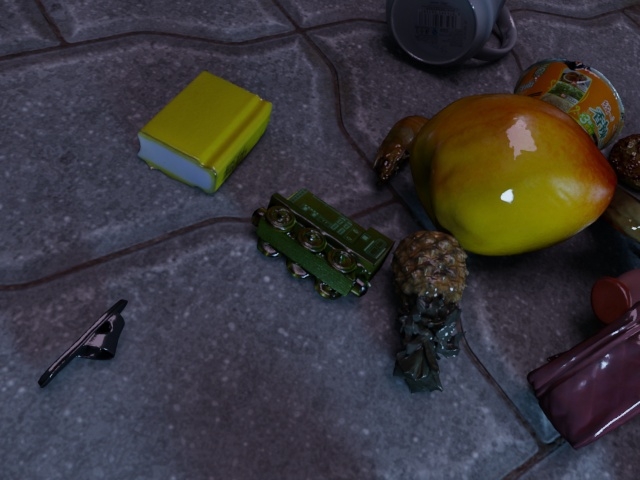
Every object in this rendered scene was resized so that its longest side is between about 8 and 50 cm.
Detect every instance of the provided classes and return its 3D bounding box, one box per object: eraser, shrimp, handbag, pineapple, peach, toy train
[{"bbox_3d":[-0.201,-0.196,1.184,0.158,0.069,0.226,29,52,5],"label":"eraser"},{"bbox_3d":[0.178,-0.164,1.277,0.150,0.068,0.248,43,49,11],"label":"shrimp"},{"bbox_3d":[0.424,0.196,0.974,0.146,0.225,0.135,23,31,-58],"label":"handbag"},{"bbox_3d":[0.166,0.110,1.031,0.128,0.128,0.248,12,56,-7],"label":"pineapple"},{"bbox_3d":[0.319,-0.111,1.129,0.308,0.289,0.289,-11,56,-4],"label":"peach"},{"bbox_3d":[0.000,0.000,1.085,0.225,0.090,0.137,35,45,12],"label":"toy train"}]

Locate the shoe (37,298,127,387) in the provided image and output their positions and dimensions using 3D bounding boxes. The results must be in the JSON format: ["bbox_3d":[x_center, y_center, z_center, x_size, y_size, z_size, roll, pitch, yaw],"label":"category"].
[{"bbox_3d":[-0.308,0.149,0.899,0.053,0.062,0.159,42,52,1],"label":"shoe"}]

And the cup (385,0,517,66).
[{"bbox_3d":[0.327,-0.535,1.519,0.323,0.237,0.327,46,47,-19],"label":"cup"}]

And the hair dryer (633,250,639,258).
[{"bbox_3d":[0.647,0.040,1.281,0.083,0.031,0.079,40,42,25],"label":"hair dryer"}]

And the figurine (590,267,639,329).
[{"bbox_3d":[0.549,0.127,1.095,0.173,0.173,0.173,8,52,-10],"label":"figurine"}]

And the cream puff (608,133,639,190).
[{"bbox_3d":[0.693,-0.170,1.415,0.149,0.084,0.149,7,50,-9],"label":"cream puff"}]

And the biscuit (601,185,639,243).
[{"bbox_3d":[0.652,0.035,1.161,0.394,0.076,0.368,36,19,10],"label":"biscuit"}]

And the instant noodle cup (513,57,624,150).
[{"bbox_3d":[0.444,-0.210,1.300,0.230,0.230,0.182,36,62,13],"label":"instant noodle cup"}]
